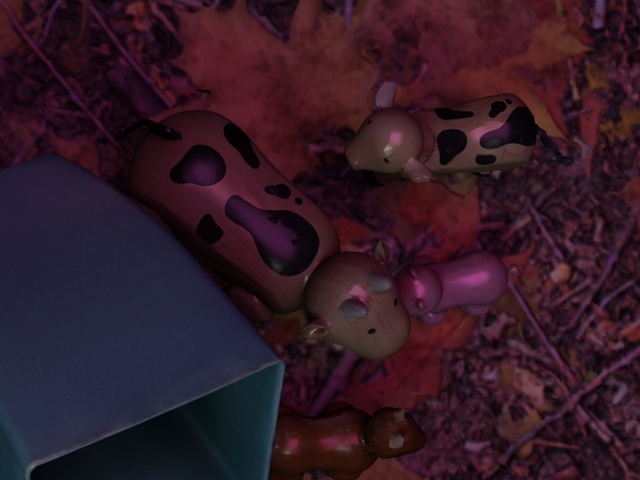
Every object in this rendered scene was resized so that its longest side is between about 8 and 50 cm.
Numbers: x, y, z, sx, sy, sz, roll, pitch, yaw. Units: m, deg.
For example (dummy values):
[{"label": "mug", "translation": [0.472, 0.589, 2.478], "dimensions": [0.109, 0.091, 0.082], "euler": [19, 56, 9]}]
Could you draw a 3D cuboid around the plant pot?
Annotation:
[{"label": "plant pot", "translation": [-0.158, 0.069, 1.216], "dimensions": [0.165, 0.165, 0.234], "euler": [-22, 56, -24]}]

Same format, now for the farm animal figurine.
[{"label": "farm animal figurine", "translation": [0.000, 0.000, 1.399], "dimensions": [0.327, 0.172, 0.330], "euler": [26, 75, -11]}]

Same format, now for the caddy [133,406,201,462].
[{"label": "caddy", "translation": [-0.207, 0.236, 1.300], "dimensions": [0.341, 0.179, 0.241], "euler": [-8, 61, -17]}]
